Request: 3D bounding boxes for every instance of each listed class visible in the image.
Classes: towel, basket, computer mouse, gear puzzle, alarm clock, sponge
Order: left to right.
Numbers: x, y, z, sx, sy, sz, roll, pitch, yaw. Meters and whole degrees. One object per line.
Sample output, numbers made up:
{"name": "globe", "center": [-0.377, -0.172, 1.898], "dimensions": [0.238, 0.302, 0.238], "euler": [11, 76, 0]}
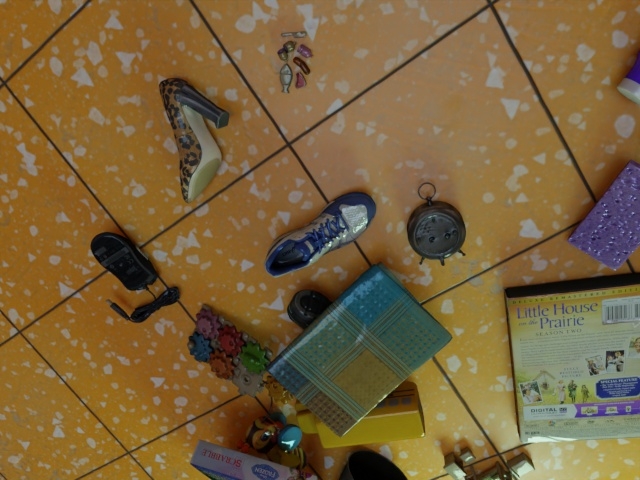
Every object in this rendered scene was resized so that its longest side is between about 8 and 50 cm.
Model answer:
{"name": "computer mouse", "center": [-0.510, 0.096, 1.275], "dimensions": [0.184, 0.060, 0.262], "euler": [-35, 113, 15]}
{"name": "gear puzzle", "center": [-0.213, 0.322, 1.261], "dimensions": [0.338, 0.044, 0.176], "euler": [31, 113, 18]}
{"name": "towel", "center": [0.092, 0.261, 1.150], "dimensions": [0.370, 0.040, 0.271], "euler": [-43, 103, 4]}
{"name": "basket", "center": [0.112, 0.730, 1.365], "dimensions": [0.204, 0.154, 0.227], "euler": [30, 116, -2]}
{"name": "alarm clock", "center": [0.256, -0.038, 1.098], "dimensions": [0.129, 0.064, 0.192], "euler": [-13, 105, 14]}
{"name": "sponge", "center": [0.625, -0.048, 1.006], "dimensions": [0.117, 0.031, 0.210], "euler": [34, 129, 16]}

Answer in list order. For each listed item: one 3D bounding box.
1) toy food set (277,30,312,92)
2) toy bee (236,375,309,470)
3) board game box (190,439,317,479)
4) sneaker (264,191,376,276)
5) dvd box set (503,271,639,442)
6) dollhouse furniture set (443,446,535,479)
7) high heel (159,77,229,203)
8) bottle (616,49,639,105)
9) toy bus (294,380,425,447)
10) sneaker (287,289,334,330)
{"name": "toy food set", "center": [-0.054, -0.379, 1.040], "dimensions": [0.077, 0.019, 0.122], "euler": [-1, 110, 9]}
{"name": "toy bee", "center": [-0.146, 0.535, 1.324], "dimensions": [0.299, 0.162, 0.195], "euler": [62, 152, -6]}
{"name": "board game box", "center": [-0.157, 0.649, 1.313], "dimensions": [0.318, 0.066, 0.318], "euler": [11, 146, 13]}
{"name": "sneaker", "center": [0.000, 0.000, 1.116], "dimensions": [0.296, 0.131, 0.112], "euler": [-34, 100, 18]}
{"name": "dvd box set", "center": [0.615, 0.292, 1.163], "dimensions": [0.307, 0.062, 0.421], "euler": [-9, 109, 13]}
{"name": "dollhouse furniture set", "center": [0.449, 0.617, 1.289], "dimensions": [0.161, 0.101, 0.182], "euler": [45, 111, -9]}
{"name": "high heel", "center": [-0.318, -0.230, 1.121], "dimensions": [0.186, 0.093, 0.261], "euler": [36, 122, 14]}
{"name": "bottle", "center": [0.674, -0.380, 0.882], "dimensions": [0.118, 0.092, 0.283], "euler": [34, 112, -4]}
{"name": "toy bus", "center": [0.097, 0.455, 1.270], "dimensions": [0.332, 0.130, 0.108], "euler": [-12, 108, 13]}
{"name": "sneaker", "center": [0.039, 0.207, 1.221], "dimensions": [0.267, 0.101, 0.106], "euler": [29, 143, -10]}
